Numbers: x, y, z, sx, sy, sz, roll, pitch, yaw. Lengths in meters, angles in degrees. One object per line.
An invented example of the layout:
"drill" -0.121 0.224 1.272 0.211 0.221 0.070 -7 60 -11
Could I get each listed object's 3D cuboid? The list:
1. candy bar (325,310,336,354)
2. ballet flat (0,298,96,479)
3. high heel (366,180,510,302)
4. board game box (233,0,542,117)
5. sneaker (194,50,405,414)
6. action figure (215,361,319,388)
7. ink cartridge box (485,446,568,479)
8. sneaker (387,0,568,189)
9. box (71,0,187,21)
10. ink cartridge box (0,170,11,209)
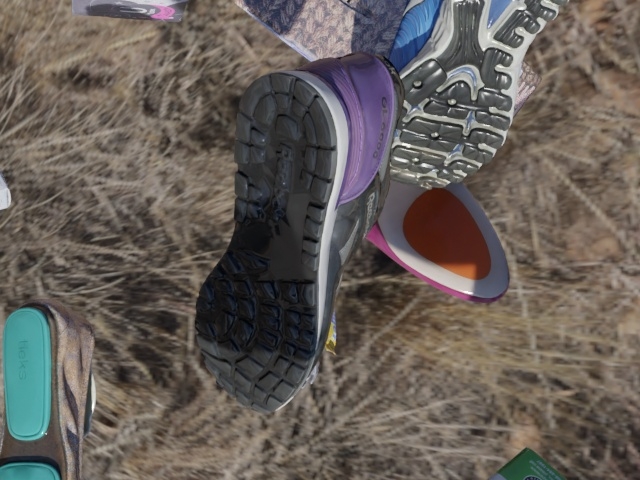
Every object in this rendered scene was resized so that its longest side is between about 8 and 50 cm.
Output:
"candy bar" 0.009 0.087 1.913 0.018 0.040 0.162 -8 75 19
"ballet flat" -0.275 0.220 1.336 0.106 0.107 0.316 18 77 -62
"high heel" 0.086 -0.038 1.615 0.127 0.181 0.377 -39 70 -13
"board game box" 0.084 -0.222 1.458 0.232 0.291 0.141 40 99 24
"sneaker" 0.000 0.000 0.931 0.107 0.283 0.124 34 38 25
"action figure" -0.080 0.137 1.761 0.185 0.285 0.099 20 94 -5
"ink cartridge box" 0.158 0.301 1.120 0.208 0.087 0.153 -30 57 -31
"sneaker" 0.130 -0.186 1.180 0.129 0.330 0.147 21 37 -14
"box" -0.248 -0.384 1.726 0.163 0.247 0.142 3 87 -11
"ink cartridge box" -0.472 -0.076 1.521 0.179 0.045 0.145 -21 63 -20
